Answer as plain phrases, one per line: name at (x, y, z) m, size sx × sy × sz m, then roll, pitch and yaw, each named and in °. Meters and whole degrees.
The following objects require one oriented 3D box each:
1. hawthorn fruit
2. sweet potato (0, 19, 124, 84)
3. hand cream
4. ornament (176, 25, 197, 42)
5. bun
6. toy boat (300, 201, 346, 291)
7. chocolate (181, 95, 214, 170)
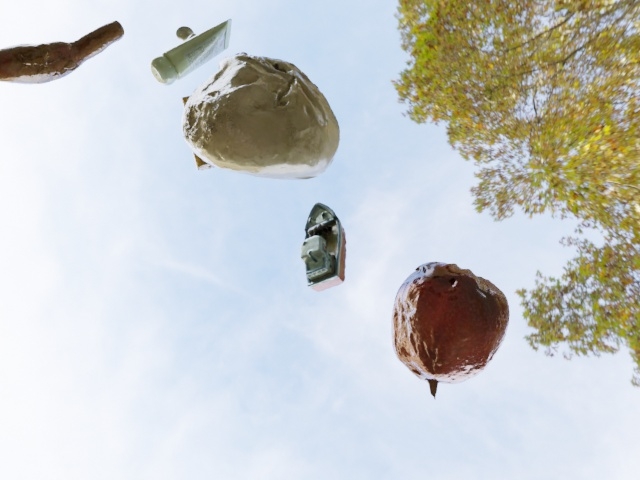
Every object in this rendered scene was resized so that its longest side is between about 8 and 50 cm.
hawthorn fruit at (0.182, 0.119, 0.676) m, size 0.173 × 0.173 × 0.179 m, roll 44°, pitch -70°, yaw 14°
sweet potato at (-0.709, -0.503, 1.238) m, size 0.109 × 0.385 × 0.109 m, roll 32°, pitch -39°, yaw 30°
hand cream at (-0.413, -0.615, 1.494) m, size 0.093 × 0.306 × 0.147 m, roll 48°, pitch -24°, yaw 3°
ornament at (-0.469, -0.720, 1.662) m, size 0.081 × 0.074 × 0.156 m, roll -50°, pitch -126°, yaw 25°
bun at (-0.113, -0.256, 0.958) m, size 0.326 × 0.362 × 0.235 m, roll 21°, pitch -65°, yaw 2°
toy boat at (0.000, 0.000, 1.506) m, size 0.145 × 0.332 × 0.133 m, roll -23°, pitch -48°, yaw 24°
chocolate at (-0.359, -0.320, 1.338) m, size 0.085 × 0.085 × 0.219 m, roll -16°, pitch -86°, yaw 27°
